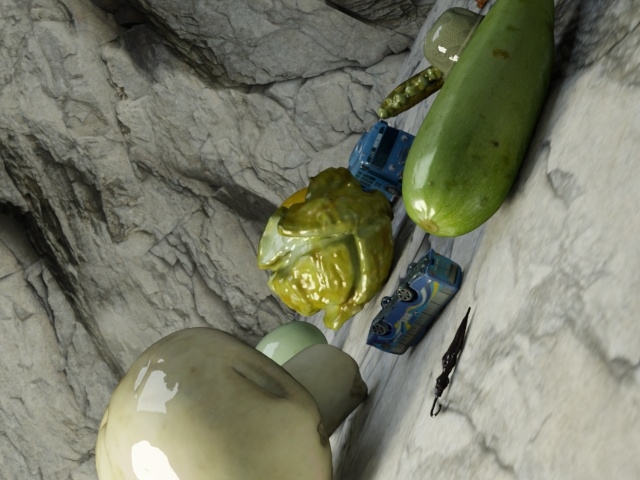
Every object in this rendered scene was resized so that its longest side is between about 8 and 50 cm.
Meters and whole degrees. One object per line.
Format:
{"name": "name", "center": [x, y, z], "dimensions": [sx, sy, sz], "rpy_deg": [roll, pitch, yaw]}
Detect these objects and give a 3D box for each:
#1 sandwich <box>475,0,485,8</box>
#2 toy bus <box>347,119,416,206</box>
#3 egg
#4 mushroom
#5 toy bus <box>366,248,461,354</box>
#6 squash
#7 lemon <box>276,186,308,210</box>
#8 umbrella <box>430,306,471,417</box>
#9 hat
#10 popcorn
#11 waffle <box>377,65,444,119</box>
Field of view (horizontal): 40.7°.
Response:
{"name": "sandwich", "center": [0.369, -0.560, 1.893], "dimensions": [0.135, 0.029, 0.067], "rpy_deg": [141, 148, -81]}
{"name": "toy bus", "center": [0.123, -0.153, 1.827], "dimensions": [0.116, 0.133, 0.234], "rpy_deg": [-65, 3, -18]}
{"name": "egg", "center": [-0.059, 0.241, 1.631], "dimensions": [0.192, 0.149, 0.149], "rpy_deg": [-60, 5, 19]}
{"name": "mushroom", "center": [-0.128, 0.255, 1.074], "dimensions": [0.353, 0.325, 0.353], "rpy_deg": [5, -90, -77]}
{"name": "toy bus", "center": [0.106, 0.075, 1.003], "dimensions": [0.153, 0.061, 0.051], "rpy_deg": [-60, 4, 44]}
{"name": "squash", "center": [0.194, -0.162, 0.961], "dimensions": [0.371, 0.118, 0.118], "rpy_deg": [-63, 2, -24]}
{"name": "lemon", "center": [0.004, -0.006, 1.836], "dimensions": [0.253, 0.228, 0.228], "rpy_deg": [-58, -2, -42]}
{"name": "umbrella", "center": [0.124, 0.116, 0.828], "dimensions": [0.022, 0.013, 0.122], "rpy_deg": [-38, 24, 56]}
{"name": "hat", "center": [0.238, -0.342, 1.503], "dimensions": [0.252, 0.110, 0.252], "rpy_deg": [-61, 1, 2]}
{"name": "popcorn", "center": [0.018, 0.008, 1.530], "dimensions": [0.276, 0.226, 0.276], "rpy_deg": [-21, 22, 9]}
{"name": "waffle", "center": [0.208, -0.318, 1.781], "dimensions": [0.207, 0.054, 0.214], "rpy_deg": [-32, 3, 17]}
